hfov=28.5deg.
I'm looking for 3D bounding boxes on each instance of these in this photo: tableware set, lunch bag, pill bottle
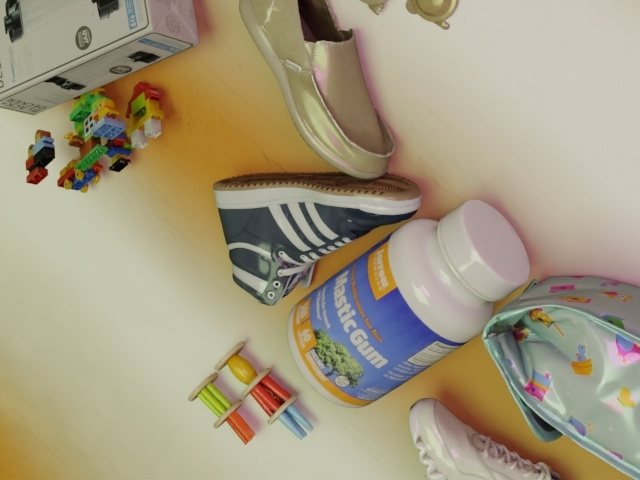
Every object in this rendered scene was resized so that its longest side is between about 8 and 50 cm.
[{"bbox_3d":[0.106,-0.318,1.387,0.141,0.020,0.169,30,119,16],"label":"tableware set"},{"bbox_3d":[0.307,0.127,1.307,0.262,0.223,0.160,25,110,19],"label":"lunch bag"},{"bbox_3d":[0.101,0.069,1.443,0.272,0.152,0.152,-38,87,33],"label":"pill bottle"}]

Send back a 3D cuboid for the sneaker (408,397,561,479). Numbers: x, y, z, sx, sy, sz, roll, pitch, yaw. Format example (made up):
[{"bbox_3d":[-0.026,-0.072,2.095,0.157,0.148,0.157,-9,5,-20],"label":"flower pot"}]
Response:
[{"bbox_3d":[0.221,0.290,1.490,0.118,0.110,0.292,-40,94,25],"label":"sneaker"}]

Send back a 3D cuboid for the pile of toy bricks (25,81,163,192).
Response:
[{"bbox_3d":[-0.301,-0.150,1.630,0.212,0.118,0.105,-32,58,42],"label":"pile of toy bricks"}]

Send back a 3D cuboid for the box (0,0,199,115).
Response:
[{"bbox_3d":[-0.297,-0.278,1.552,0.290,0.087,0.169,-15,79,32],"label":"box"}]

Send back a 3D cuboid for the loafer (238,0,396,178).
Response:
[{"bbox_3d":[0.006,-0.193,1.436,0.092,0.102,0.268,-35,88,39],"label":"loafer"}]

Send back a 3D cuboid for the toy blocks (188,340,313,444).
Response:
[{"bbox_3d":[-0.089,0.223,1.658,0.148,0.054,0.123,45,121,8],"label":"toy blocks"}]

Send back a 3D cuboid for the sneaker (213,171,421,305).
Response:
[{"bbox_3d":[0.000,0.000,1.505,0.282,0.099,0.153,3,104,34],"label":"sneaker"}]
